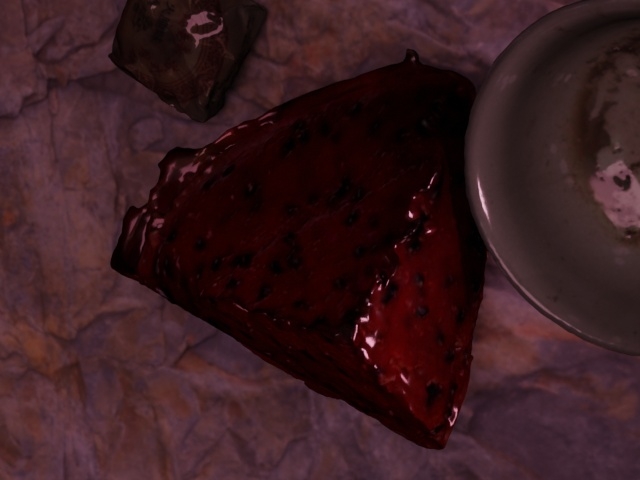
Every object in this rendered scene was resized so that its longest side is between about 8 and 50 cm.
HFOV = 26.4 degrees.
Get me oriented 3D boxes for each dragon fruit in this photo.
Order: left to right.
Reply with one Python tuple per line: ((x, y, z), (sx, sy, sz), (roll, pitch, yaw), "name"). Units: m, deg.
((0.006, 0.004, 1.240), (0.329, 0.228, 0.286), (5, 65, 39), "dragon fruit")

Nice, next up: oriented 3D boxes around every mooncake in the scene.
((-0.132, -0.189, 1.274), (0.130, 0.073, 0.125), (31, 107, 16), "mooncake")

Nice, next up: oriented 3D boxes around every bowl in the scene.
((0.272, -0.066, 1.082), (0.289, 0.146, 0.289), (14, 117, 29), "bowl")
